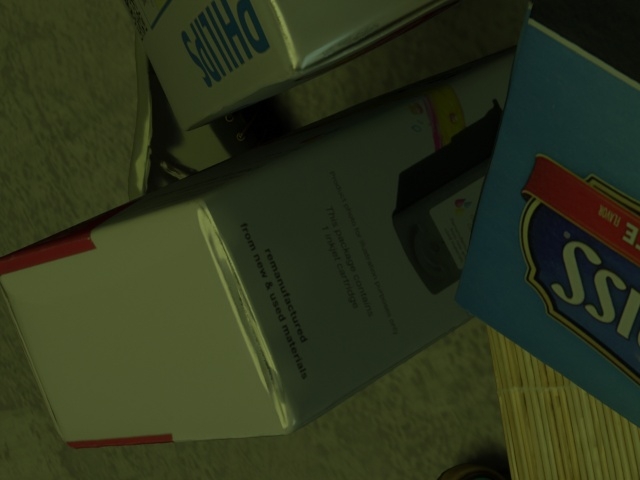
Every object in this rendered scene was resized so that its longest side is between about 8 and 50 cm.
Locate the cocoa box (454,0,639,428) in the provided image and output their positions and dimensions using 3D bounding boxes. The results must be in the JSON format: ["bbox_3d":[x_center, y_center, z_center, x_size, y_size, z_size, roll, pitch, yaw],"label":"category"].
[{"bbox_3d":[0.254,-0.070,0.529,0.231,0.347,0.228,35,135,27],"label":"cocoa box"}]

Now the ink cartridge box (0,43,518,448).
[{"bbox_3d":[0.000,0.000,0.870,0.226,0.306,0.131,-15,101,49],"label":"ink cartridge box"}]

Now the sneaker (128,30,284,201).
[{"bbox_3d":[-0.066,-0.109,1.070,0.118,0.083,0.222,16,119,17],"label":"sneaker"}]

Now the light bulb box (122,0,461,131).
[{"bbox_3d":[-0.026,-0.266,0.698,0.361,0.225,0.358,64,170,-6],"label":"light bulb box"}]

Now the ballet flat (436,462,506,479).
[{"bbox_3d":[0.149,0.263,1.072,0.232,0.080,0.073,65,168,-2],"label":"ballet flat"}]

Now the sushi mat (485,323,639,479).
[{"bbox_3d":[0.175,0.158,0.930,0.151,0.019,0.316,-14,83,48],"label":"sushi mat"}]
